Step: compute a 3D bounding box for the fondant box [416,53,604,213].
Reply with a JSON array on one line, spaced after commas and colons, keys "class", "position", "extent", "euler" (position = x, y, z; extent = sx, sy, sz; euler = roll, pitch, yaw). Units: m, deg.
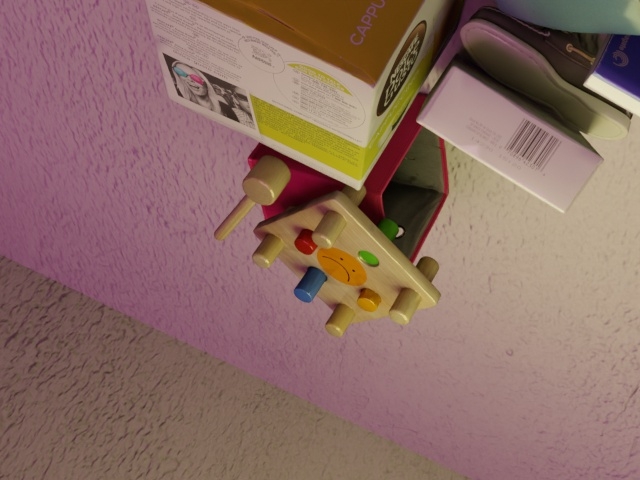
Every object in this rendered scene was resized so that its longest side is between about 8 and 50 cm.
[{"class": "fondant box", "position": [0.273, -0.170, 1.416], "extent": [0.238, 0.330, 0.096], "euler": [32, 105, 0]}]

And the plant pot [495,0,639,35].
[{"class": "plant pot", "position": [0.330, -0.372, 1.229], "extent": [0.234, 0.165, 0.165], "euler": [8, 142, 46]}]

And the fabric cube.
[{"class": "fabric cube", "position": [0.060, -0.111, 1.725], "extent": [0.258, 0.254, 0.259], "euler": [15, 144, 24]}]

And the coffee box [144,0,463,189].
[{"class": "coffee box", "position": [-0.005, -0.334, 1.338], "extent": [0.338, 0.337, 0.334], "euler": [27, 162, 8]}]

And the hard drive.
[{"class": "hard drive", "position": [0.521, -0.199, 1.249], "extent": [0.319, 0.210, 0.040], "euler": [30, 149, 2]}]

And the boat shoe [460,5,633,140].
[{"class": "boat shoe", "position": [0.337, -0.256, 1.389], "extent": [0.305, 0.091, 0.109], "euler": [29, 166, -19]}]

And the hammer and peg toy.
[{"class": "hammer and peg toy", "position": [0.000, 0.000, 1.573], "extent": [0.361, 0.127, 0.266], "euler": [44, 148, -17]}]
